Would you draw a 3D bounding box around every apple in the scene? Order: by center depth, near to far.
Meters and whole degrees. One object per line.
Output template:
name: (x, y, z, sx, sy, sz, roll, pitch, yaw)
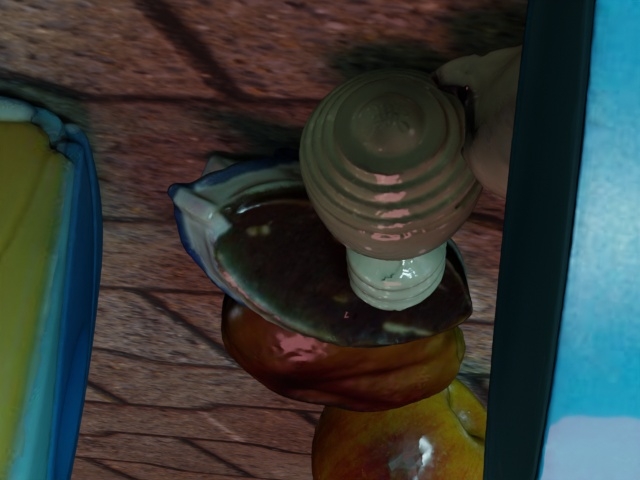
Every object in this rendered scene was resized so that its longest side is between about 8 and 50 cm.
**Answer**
apple: (0.078, 0.216, 1.644, 0.173, 0.195, 0.160, -37, 169, 25)

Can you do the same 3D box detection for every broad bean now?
broad bean: (0.019, 0.059, 1.280, 0.156, 0.122, 0.228, -20, 153, 36)

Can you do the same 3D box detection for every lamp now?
lamp: (0.043, -0.026, 0.983, 0.106, 0.106, 0.193, 6, 157, 6)

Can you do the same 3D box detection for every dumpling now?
dumpling: (0.143, -0.064, 0.853, 0.176, 0.092, 0.150, -17, 171, 42)

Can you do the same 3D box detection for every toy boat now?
toy boat: (0.000, 0.000, 1.134, 0.262, 0.114, 0.115, 21, -167, -32)

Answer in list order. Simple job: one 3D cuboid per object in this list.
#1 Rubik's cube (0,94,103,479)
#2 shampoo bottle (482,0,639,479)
Rubik's cube: (-0.342, 0.091, 1.155, 0.347, 0.352, 0.351, 8, 166, -2)
shampoo bottle: (0.242, -0.006, 0.582, 0.343, 0.331, 0.331, 6, 163, 4)
